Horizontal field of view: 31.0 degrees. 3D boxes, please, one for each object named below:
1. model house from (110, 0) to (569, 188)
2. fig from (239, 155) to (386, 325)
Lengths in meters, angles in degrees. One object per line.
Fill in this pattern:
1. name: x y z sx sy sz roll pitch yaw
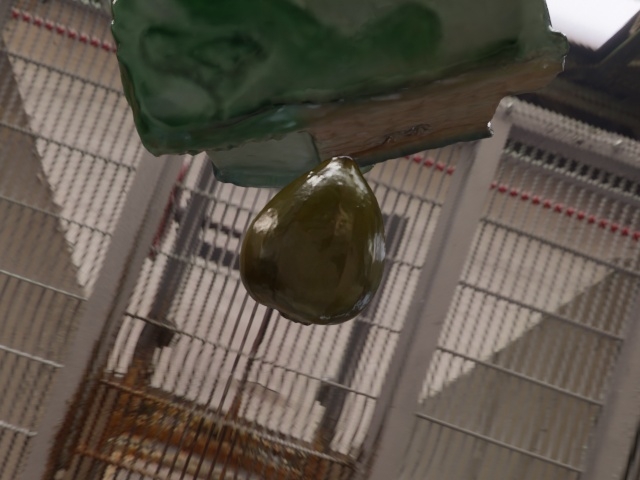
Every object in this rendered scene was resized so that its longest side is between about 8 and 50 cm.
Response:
1. model house: 0.006 -0.140 0.845 0.267 0.325 0.194 -13 -102 0
2. fig: 0.000 0.000 0.582 0.074 0.074 0.088 19 -97 -2
